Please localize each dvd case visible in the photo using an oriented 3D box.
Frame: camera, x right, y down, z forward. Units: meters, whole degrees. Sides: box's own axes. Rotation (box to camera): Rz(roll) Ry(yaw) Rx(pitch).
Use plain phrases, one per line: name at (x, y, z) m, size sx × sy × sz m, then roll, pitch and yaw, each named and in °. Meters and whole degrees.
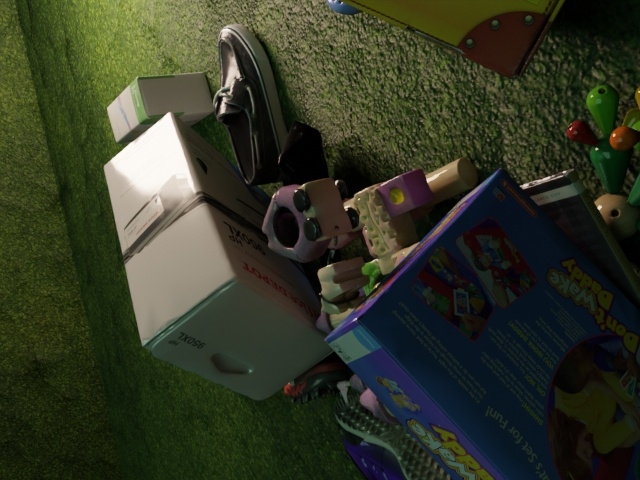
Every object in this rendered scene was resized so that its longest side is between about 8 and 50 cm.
dvd case at (0.260, 0.038, 0.625) m, size 0.221 × 0.018 × 0.164 m, roll 56°, pitch 154°, yaw -7°

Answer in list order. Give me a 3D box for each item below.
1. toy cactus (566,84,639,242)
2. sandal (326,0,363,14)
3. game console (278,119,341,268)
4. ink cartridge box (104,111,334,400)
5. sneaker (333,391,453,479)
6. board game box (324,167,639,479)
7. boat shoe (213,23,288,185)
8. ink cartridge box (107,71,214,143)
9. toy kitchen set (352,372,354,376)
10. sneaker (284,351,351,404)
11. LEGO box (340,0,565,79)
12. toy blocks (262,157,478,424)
toy cactus at (0.306, -0.038, 0.548) m, size 0.219 × 0.112 × 0.180 m, roll 50°, pitch 149°, yaw 15°
sandal at (0.052, -0.426, 0.681) m, size 0.126 × 0.138 × 0.317 m, roll 45°, pitch 138°, yaw 30°
game console at (0.000, 0.000, 0.910) m, size 0.213 × 0.044 × 0.361 m, roll -81°, pitch -19°, yaw -62°
ink cartridge box at (-0.165, 0.024, 0.934) m, size 0.166 × 0.285 × 0.394 m, roll -37°, pitch 50°, yaw 10°
sneaker at (0.140, 0.374, 0.938) m, size 0.293 × 0.102 × 0.146 m, roll 28°, pitch 132°, yaw 48°
board game box at (0.207, 0.134, 0.530) m, size 0.347 × 0.233 × 0.078 m, roll 47°, pitch 151°, yaw 3°
boat shoe at (-0.142, -0.244, 1.040) m, size 0.108 × 0.102 × 0.301 m, roll -13°, pitch 94°, yaw 54°
ink cartridge box at (-0.353, -0.286, 1.257) m, size 0.212 × 0.154 × 0.093 m, roll -13°, pitch 94°, yaw 55°
toy kitchen set at (0.067, 0.176, 0.959) m, size 0.083 × 0.075 × 0.068 m, roll 36°, pitch 130°, yaw 34°
sneaker at (-0.014, 0.219, 1.025) m, size 0.276 × 0.098 × 0.135 m, roll 129°, pitch 136°, yaw -73°
LEGO box at (0.105, -0.436, 0.422) m, size 0.373 × 0.193 × 0.500 m, roll 27°, pitch 131°, yaw 5°
toy blocks at (0.056, 0.073, 0.730) m, size 0.260 × 0.309 × 0.288 m, roll -24°, pitch 84°, yaw 48°
